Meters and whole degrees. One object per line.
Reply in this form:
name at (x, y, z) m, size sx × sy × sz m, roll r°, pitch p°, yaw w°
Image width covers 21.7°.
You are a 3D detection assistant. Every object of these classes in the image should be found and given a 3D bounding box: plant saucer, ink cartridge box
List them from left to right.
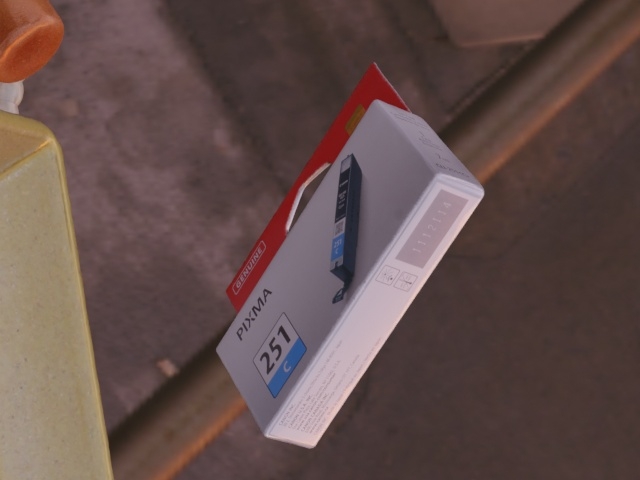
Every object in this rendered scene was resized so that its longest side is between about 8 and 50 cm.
plant saucer at (-0.214, 0.089, 0.906) m, size 0.333 × 0.081 × 0.332 m, roll 12°, pitch 67°, yaw -77°
ink cartridge box at (0.000, 0.000, 1.562) m, size 0.066 × 0.261 × 0.296 m, roll 20°, pitch 112°, yaw -34°

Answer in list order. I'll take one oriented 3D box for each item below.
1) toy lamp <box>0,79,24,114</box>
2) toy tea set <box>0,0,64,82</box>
toy lamp at (-0.288, -0.207, 1.615) m, size 0.080 × 0.080 × 0.274 m, roll 17°, pitch 72°, yaw -33°
toy tea set at (-0.297, -0.150, 1.010) m, size 0.200 × 0.336 × 0.124 m, roll -45°, pitch 73°, yaw 6°
